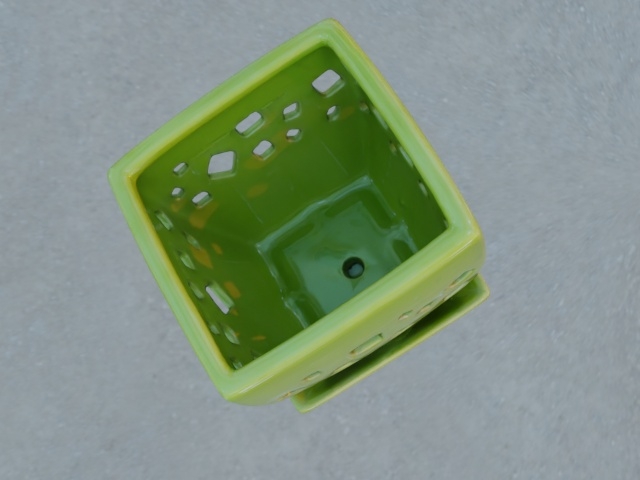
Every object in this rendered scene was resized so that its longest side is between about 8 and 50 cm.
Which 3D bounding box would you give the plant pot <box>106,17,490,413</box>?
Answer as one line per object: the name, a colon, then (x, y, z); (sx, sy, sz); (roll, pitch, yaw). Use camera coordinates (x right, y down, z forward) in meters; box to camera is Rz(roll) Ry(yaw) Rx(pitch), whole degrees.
plant pot: (0.000, 0.000, 0.881); (0.227, 0.207, 0.228); (-33, 65, 5)
